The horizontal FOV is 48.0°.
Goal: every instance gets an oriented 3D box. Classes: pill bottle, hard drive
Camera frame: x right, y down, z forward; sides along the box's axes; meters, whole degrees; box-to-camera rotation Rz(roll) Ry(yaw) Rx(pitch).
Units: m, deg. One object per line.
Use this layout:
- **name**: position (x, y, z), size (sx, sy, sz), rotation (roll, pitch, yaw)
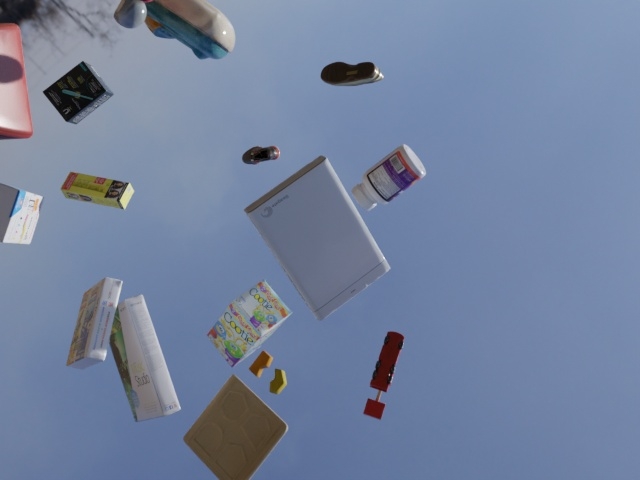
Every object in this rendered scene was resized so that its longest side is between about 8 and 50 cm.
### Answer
- **pill bottle**: position (0.184, -0.168, 1.981), size (0.193, 0.108, 0.108), rotation (-36, -155, 21)
- **hard drive**: position (0.000, 0.000, 1.776), size (0.233, 0.353, 0.047), rotation (-36, -154, -8)

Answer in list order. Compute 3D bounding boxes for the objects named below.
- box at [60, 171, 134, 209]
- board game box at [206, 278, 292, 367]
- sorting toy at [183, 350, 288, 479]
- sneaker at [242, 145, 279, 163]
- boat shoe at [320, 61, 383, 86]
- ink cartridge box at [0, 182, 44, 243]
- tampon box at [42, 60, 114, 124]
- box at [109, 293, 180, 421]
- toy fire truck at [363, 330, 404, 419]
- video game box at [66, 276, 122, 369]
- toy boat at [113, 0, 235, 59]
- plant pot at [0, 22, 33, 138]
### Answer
- **box**: position (-0.774, -0.174, 2.497), size (0.232, 0.058, 0.087), rotation (12, -122, 13)
- **board game box**: position (-0.233, 0.268, 2.302), size (0.142, 0.144, 0.275), rotation (-34, 170, -39)
- **sorting toy**: position (-0.181, 0.443, 1.792), size (0.229, 0.041, 0.307), rotation (36, -93, 33)
- **sneaker**: position (-0.213, -0.287, 2.405), size (0.158, 0.061, 0.065), rotation (-9, -172, 37)
- **boat shoe**: position (0.088, -0.452, 1.995), size (0.190, 0.072, 0.068), rotation (12, -95, 39)
- **ink cartridge box**: position (-0.996, -0.092, 2.235), size (0.232, 0.168, 0.171), rotation (153, -46, -86)
- **tampon box**: position (-0.757, -0.462, 2.256), size (0.161, 0.120, 0.101), rotation (-37, -175, 1)
- **box**: position (-0.495, 0.326, 1.954), size (0.058, 0.322, 0.232), rotation (-15, 172, -36)
- **toy fire truck**: position (0.153, 0.323, 1.720), size (0.047, 0.135, 0.192), rotation (17, -111, 11)
- **video game box**: position (-0.527, 0.195, 1.670), size (0.205, 0.048, 0.187), rotation (-26, -131, 55)
- **toy boat**: position (-0.337, -0.493, 1.563), size (0.148, 0.267, 0.318), rotation (-56, 169, 6)
- **plant pot**: position (-0.837, -0.350, 1.597), size (0.267, 0.267, 0.236), rotation (-3, -170, 6)
